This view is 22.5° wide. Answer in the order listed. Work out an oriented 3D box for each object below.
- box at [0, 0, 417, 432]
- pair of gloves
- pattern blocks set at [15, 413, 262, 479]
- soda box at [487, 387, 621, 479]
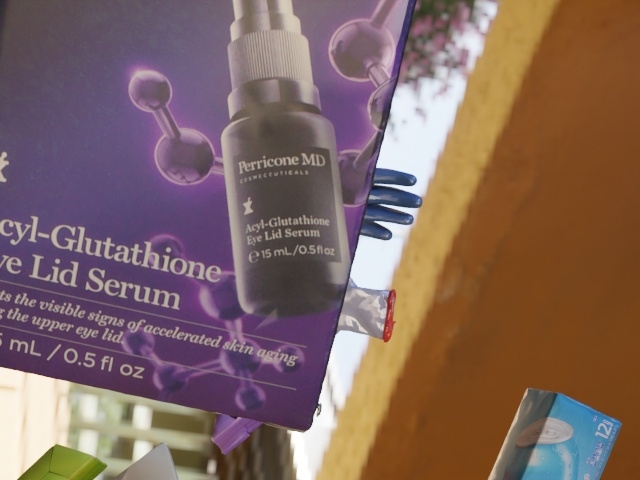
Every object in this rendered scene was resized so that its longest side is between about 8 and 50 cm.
[{"bbox_3d":[-0.053,-0.051,0.620,0.108,0.153,0.207,-84,-174,-66],"label":"box"},{"bbox_3d":[0.000,0.000,1.385,0.023,0.159,0.198,-81,-179,-71],"label":"pair of gloves"},{"bbox_3d":[-0.139,0.223,0.986,0.325,0.026,0.285,-48,-142,-1],"label":"pattern blocks set"},{"bbox_3d":[0.175,0.234,1.361,0.210,0.067,0.071,-67,-167,-8],"label":"soda box"}]
